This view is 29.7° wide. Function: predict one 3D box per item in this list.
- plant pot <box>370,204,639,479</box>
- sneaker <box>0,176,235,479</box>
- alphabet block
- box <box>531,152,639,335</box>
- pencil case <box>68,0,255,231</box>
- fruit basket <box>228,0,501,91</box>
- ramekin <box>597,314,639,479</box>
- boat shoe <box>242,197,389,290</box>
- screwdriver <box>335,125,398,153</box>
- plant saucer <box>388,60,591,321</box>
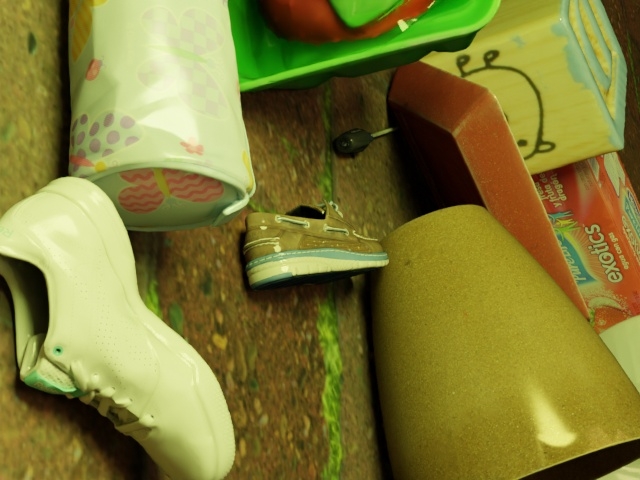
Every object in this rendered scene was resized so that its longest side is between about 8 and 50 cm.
[{"bbox_3d":[0.145,0.105,1.077,0.237,0.237,0.254,18,47,-58],"label":"plant pot"},{"bbox_3d":[-0.133,0.073,0.719,0.094,0.080,0.212,-41,106,-48],"label":"sneaker"},{"bbox_3d":[0.227,-0.199,1.390,0.192,0.197,0.193,58,31,-27],"label":"alphabet block"},{"bbox_3d":[0.325,-0.021,1.539,0.300,0.142,0.154,58,31,-30],"label":"box"},{"bbox_3d":[-0.108,-0.142,0.816,0.124,0.113,0.273,13,63,-35],"label":"pencil case"},{"bbox_3d":[0.008,-0.319,0.940,0.392,0.283,0.392,-13,90,-78],"label":"fruit basket"},{"bbox_3d":[0.449,0.204,1.524,0.277,0.277,0.135,46,31,-43],"label":"ramekin"},{"bbox_3d":[0.000,0.000,0.999,0.183,0.066,0.066,-1,76,-62],"label":"boat shoe"},{"bbox_3d":[0.055,-0.106,1.206,0.170,0.025,0.024,-25,98,-62],"label":"screwdriver"},{"bbox_3d":[0.157,-0.051,1.228,0.258,0.048,0.259,63,-6,-21],"label":"plant saucer"}]
